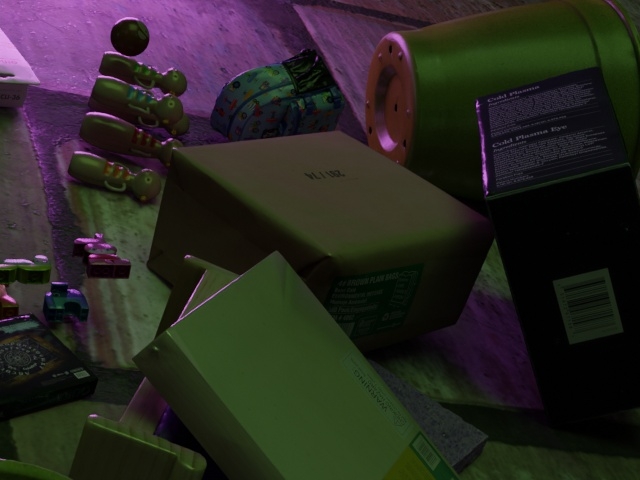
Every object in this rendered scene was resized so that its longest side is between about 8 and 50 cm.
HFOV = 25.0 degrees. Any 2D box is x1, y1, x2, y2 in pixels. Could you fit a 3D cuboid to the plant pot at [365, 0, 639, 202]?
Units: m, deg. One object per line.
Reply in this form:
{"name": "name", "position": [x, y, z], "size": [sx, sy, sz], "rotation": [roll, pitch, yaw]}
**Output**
{"name": "plant pot", "position": [0.268, -0.207, 2.273], "size": [0.353, 0.366, 0.366], "rotation": [-3, 34, -17]}

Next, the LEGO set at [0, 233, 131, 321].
{"name": "LEGO set", "position": [-0.341, 0.039, 1.632], "size": [0.227, 0.087, 0.093], "rotation": [1, 30, -23]}

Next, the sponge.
{"name": "sponge", "position": [0.083, 0.203, 1.691], "size": [0.210, 0.031, 0.117], "rotation": [31, 28, 19]}

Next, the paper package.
{"name": "paper package", "position": [0.000, 0.000, 1.818], "size": [0.309, 0.168, 0.325], "rotation": [33, 28, 35]}

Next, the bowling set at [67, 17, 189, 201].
{"name": "bowling set", "position": [-0.240, -0.194, 2.006], "size": [0.154, 0.199, 0.287], "rotation": [17, 32, -11]}

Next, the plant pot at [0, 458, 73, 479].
{"name": "plant pot", "position": [-0.257, 0.333, 1.002], "size": [0.276, 0.276, 0.254], "rotation": [6, 43, -28]}

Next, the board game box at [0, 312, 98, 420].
{"name": "board game box", "position": [-0.343, 0.136, 1.511], "size": [0.186, 0.026, 0.126], "rotation": [-11, 42, -46]}

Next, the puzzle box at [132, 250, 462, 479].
{"name": "puzzle box", "position": [0.018, 0.215, 1.397], "size": [0.409, 0.052, 0.272], "rotation": [51, 25, 1]}

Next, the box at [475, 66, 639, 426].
{"name": "box", "position": [0.329, 0.001, 1.861], "size": [0.179, 0.343, 0.312], "rotation": [-14, 27, 10]}

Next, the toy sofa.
{"name": "toy sofa", "position": [-0.121, 0.176, 1.465], "size": [0.177, 0.150, 0.362], "rotation": [22, 28, 1]}

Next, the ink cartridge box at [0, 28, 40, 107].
{"name": "ink cartridge box", "position": [-0.488, -0.246, 2.051], "size": [0.115, 0.067, 0.198], "rotation": [-1, 33, -36]}

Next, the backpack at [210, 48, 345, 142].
{"name": "backpack", "position": [-0.071, -0.193, 2.169], "size": [0.173, 0.158, 0.117], "rotation": [-16, 62, -31]}
